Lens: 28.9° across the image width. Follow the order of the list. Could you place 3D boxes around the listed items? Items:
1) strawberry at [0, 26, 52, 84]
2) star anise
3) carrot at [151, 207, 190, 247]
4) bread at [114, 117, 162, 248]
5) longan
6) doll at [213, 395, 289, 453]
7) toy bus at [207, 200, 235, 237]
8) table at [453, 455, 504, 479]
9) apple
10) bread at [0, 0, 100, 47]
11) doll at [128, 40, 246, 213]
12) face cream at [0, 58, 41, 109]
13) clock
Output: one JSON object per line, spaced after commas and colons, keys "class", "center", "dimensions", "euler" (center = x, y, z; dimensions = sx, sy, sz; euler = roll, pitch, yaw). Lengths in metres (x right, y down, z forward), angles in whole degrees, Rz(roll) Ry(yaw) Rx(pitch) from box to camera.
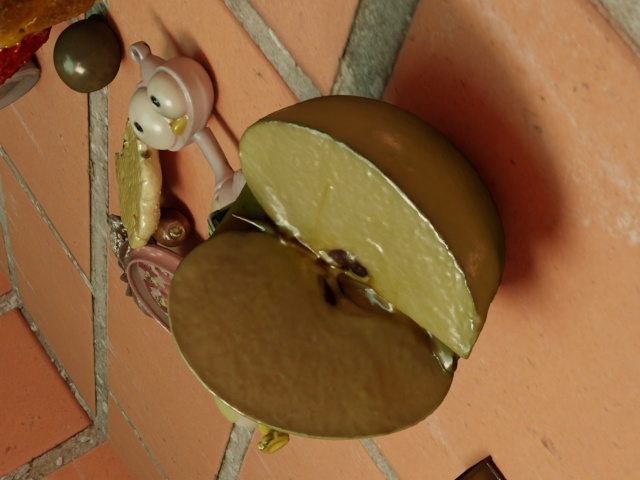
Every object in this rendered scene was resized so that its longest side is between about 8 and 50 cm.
{"class": "strawberry", "center": [-0.557, -0.356, 1.873], "dimensions": [0.292, 0.310, 0.292], "euler": [51, 162, 24]}
{"class": "star anise", "center": [-0.301, 0.064, 2.149], "dimensions": [0.197, 0.073, 0.212], "euler": [54, 161, 26]}
{"class": "carrot", "center": [-0.258, -0.028, 1.959], "dimensions": [0.248, 0.059, 0.059], "euler": [17, 133, 66]}
{"class": "bread", "center": [-0.269, -0.083, 1.844], "dimensions": [0.251, 0.039, 0.182], "euler": [138, 123, -68]}
{"class": "longan", "center": [-0.329, -0.270, 1.764], "dimensions": [0.106, 0.106, 0.119], "euler": [124, 156, -67]}
{"class": "doll", "center": [-0.116, 0.158, 1.763], "dimensions": [0.296, 0.141, 0.117], "euler": [53, -166, 12]}
{"class": "toy bus", "center": [-0.029, -0.021, 1.288], "dimensions": [0.088, 0.175, 0.101], "euler": [57, 162, 8]}
{"class": "table", "center": [0.176, 0.302, 1.387], "dimensions": [0.082, 0.070, 0.083], "euler": [52, 157, 10]}
{"class": "apple", "center": [0.027, 0.021, 1.106], "dimensions": [0.257, 0.233, 0.295], "euler": [29, 111, 6]}
{"class": "bread", "center": [-0.435, -0.408, 1.577], "dimensions": [0.207, 0.279, 0.279], "euler": [41, 149, 45]}
{"class": "doll", "center": [-0.137, -0.098, 1.545], "dimensions": [0.365, 0.094, 0.160], "euler": [56, 155, 10]}
{"class": "face cream", "center": [-0.610, -0.316, 2.211], "dimensions": [0.153, 0.177, 0.177], "euler": [58, 159, 0]}
{"class": "clock", "center": [-0.205, 0.095, 1.946], "dimensions": [0.244, 0.056, 0.244], "euler": [32, 151, 20]}
